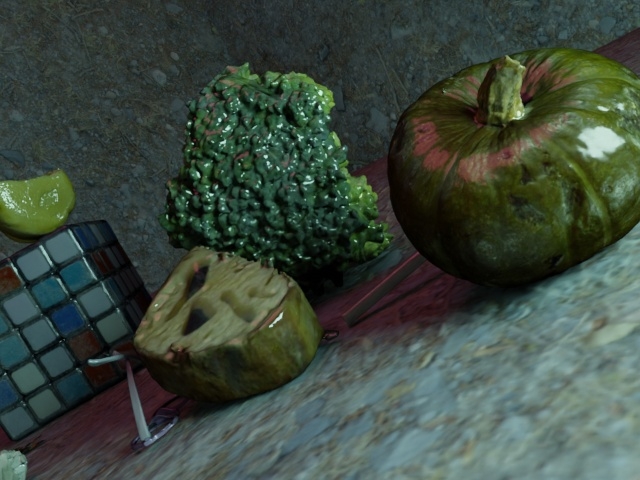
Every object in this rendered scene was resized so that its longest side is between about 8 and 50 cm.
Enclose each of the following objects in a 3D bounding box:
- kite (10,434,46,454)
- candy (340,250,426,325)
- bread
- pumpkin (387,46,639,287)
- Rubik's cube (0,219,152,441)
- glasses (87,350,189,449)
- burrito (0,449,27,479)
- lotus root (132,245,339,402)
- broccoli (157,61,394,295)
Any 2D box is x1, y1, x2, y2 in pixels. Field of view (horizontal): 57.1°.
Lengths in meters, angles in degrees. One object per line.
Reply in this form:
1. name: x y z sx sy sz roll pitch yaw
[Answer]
1. kite: -0.466 0.328 0.909 0.122 0.004 0.090 -25 8 31
2. candy: 0.167 -0.031 0.610 0.365 0.124 0.124 -41 7 2
3. bread: -0.515 -0.061 1.042 0.086 0.125 0.156 -12 3 41
4. pumpkin: 0.155 -0.070 0.469 0.218 0.162 0.219 -17 41 15
5. Rubik's cube: -0.498 0.149 1.133 0.286 0.292 0.293 -30 6 -5
6. glasses: -0.195 0.154 0.645 0.062 0.104 0.140 -31 4 5
7. burrito: -0.377 0.287 0.637 0.064 0.064 0.203 -30 8 -1
8. lotus root: -0.113 0.086 0.633 0.260 0.074 0.170 10 47 46
9. broccoli: -0.076 -0.079 0.871 0.293 0.348 0.281 -22 -1 15
